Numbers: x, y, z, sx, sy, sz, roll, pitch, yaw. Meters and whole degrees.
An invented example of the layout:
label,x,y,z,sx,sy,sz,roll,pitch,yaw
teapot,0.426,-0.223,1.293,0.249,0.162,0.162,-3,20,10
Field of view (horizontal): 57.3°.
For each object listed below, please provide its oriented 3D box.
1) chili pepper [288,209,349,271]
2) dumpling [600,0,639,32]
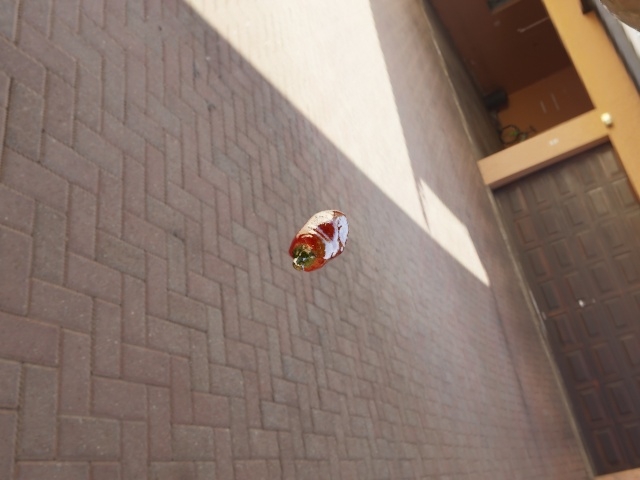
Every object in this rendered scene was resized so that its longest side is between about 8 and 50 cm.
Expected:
label,x,y,z,sx,sy,sz,roll,pitch,yaw
chili pepper,-0.001,-0.001,0.719,0.059,0.050,0.191,60,26,-5
dumpling,0.365,-0.237,0.467,0.163,0.292,0.205,-8,86,-70
